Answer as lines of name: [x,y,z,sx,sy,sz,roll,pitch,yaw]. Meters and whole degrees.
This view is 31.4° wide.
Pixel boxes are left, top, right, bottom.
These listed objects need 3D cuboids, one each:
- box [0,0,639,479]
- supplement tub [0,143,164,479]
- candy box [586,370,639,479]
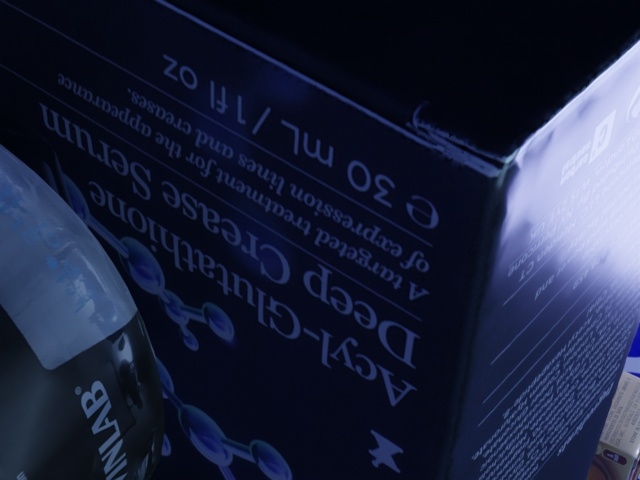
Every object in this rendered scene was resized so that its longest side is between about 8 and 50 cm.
box: [0.000,0.000,0.591,0.212,0.293,0.396,-40,147,-34]
supplement tub: [-0.221,0.110,0.335,0.338,0.207,0.207,-46,151,-41]
candy box: [0.179,0.159,1.167,0.088,0.316,0.183,-56,157,-27]
